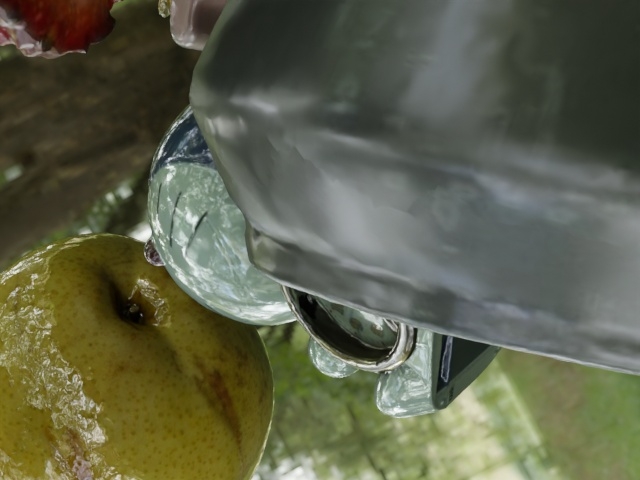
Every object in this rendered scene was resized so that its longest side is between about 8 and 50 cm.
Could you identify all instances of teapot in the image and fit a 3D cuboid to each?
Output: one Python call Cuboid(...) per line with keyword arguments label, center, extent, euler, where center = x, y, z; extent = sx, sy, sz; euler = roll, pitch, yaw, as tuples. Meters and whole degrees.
Cuboid(label="teapot", center=(0.093, -0.151, 0.591), extent=(0.376, 0.362, 0.305), euler=(14, -175, 37))

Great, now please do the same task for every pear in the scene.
Cuboid(label="pear", center=(-0.190, 0.145, 1.342), extent=(0.314, 0.314, 0.314), euler=(62, -179, -3))

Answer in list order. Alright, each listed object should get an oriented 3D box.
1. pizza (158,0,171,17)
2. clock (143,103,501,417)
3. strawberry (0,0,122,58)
Cuboid(label="pizza", center=(0.031, -0.175, 0.912), extent=(0.197, 0.292, 0.058), euler=(-5, -97, -58))
Cuboid(label="clock", center=(0.000, 0.000, 0.900), extent=(0.243, 0.146, 0.199), euler=(30, 143, 32))
Cuboid(label="strawberry", center=(-0.155, -0.184, 0.541), extent=(0.175, 0.106, 0.236), euler=(-26, -53, -54))
